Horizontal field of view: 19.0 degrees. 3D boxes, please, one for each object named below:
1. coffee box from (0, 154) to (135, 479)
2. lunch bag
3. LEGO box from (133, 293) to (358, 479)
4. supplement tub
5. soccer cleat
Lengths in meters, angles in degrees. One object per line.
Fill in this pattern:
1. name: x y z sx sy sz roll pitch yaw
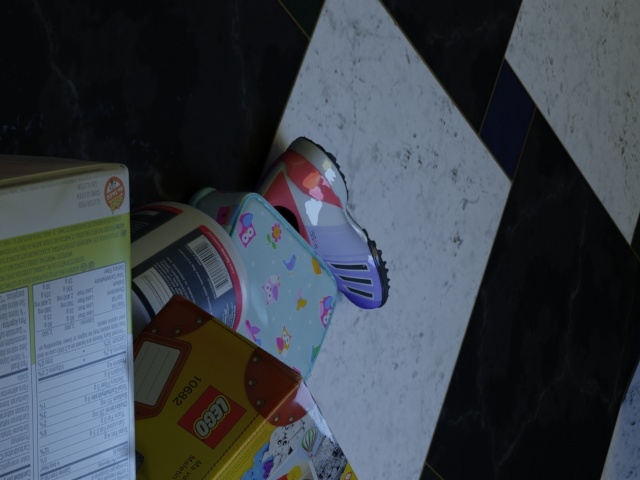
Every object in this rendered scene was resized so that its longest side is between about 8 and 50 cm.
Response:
1. coffee box: -0.401 0.104 1.721 0.338 0.337 0.334 -16 108 -58
2. lunch bag: -0.093 0.072 2.424 0.279 0.107 0.224 50 51 -49
3. LEGO box: -0.196 0.367 2.027 0.500 0.193 0.372 -49 148 -16
4. supplement tub: -0.222 0.085 2.140 0.272 0.191 0.191 -34 123 -51
5. soccer cleat: 0.000 0.000 2.589 0.116 0.108 0.318 -43 137 -16
